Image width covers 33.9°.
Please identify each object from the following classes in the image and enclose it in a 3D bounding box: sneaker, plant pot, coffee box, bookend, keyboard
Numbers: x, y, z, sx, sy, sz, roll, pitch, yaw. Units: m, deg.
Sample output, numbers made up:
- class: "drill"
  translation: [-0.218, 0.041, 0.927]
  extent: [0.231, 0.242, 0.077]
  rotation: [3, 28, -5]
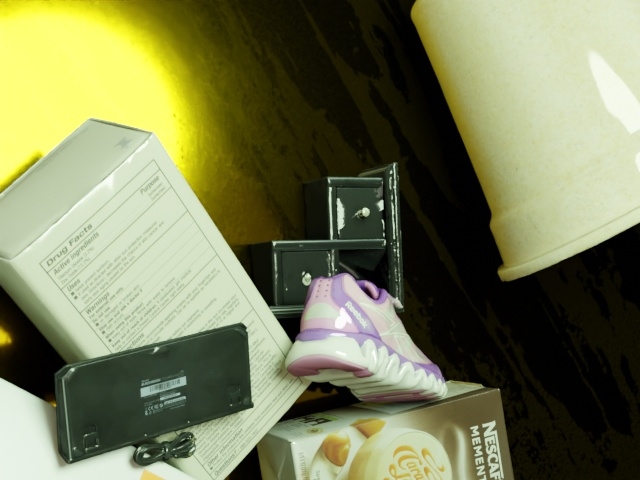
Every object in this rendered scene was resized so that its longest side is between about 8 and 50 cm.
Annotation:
- class: "sneaker"
  translation: [0.053, 0.096, 1.019]
  extent: [0.236, 0.095, 0.105]
  rotation: [32, 52, -54]
- class: "plant pot"
  translation: [0.263, -0.171, 1.109]
  extent: [0.333, 0.334, 0.305]
  rotation: [-28, 88, -25]
- class: "coffee box"
  translation: [0.070, 0.239, 1.086]
  extent: [0.246, 0.098, 0.141]
  rotation: [-10, 92, -26]
- class: "bookend"
  translation: [0.000, 0.000, 1.081]
  extent: [0.156, 0.072, 0.157]
  rotation: [0, 87, -26]
- class: "keyboard"
  translation: [-0.134, 0.136, 0.873]
  extent: [0.180, 0.023, 0.108]
  rotation: [-11, 103, -37]

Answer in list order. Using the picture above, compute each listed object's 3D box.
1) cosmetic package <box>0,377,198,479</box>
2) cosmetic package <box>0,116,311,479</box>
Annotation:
- class: "cosmetic package"
  translation: [-0.281, 0.248, 0.850]
  extent: [0.453, 0.161, 0.230]
  rotation: [32, 56, -21]
- class: "cosmetic package"
  translation: [-0.150, 0.063, 0.926]
  extent: [0.160, 0.113, 0.309]
  rotation: [-45, 126, -22]
